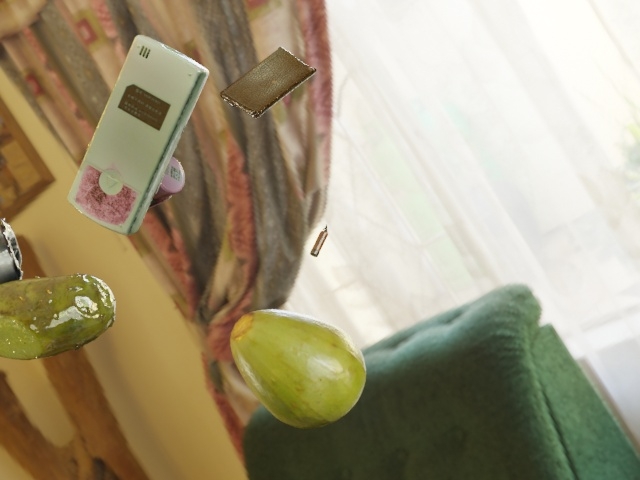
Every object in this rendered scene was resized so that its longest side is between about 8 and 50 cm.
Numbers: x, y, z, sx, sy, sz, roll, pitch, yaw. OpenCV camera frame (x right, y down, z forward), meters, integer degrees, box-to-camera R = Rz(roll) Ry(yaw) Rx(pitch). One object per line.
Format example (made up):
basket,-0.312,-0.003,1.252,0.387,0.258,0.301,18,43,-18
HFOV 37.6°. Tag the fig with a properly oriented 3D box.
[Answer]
fig,-0.058,0.279,2.169,0.258,0.326,0.258,-51,9,11

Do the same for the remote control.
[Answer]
remote control,-0.328,-0.181,1.669,0.344,0.145,0.050,-62,-10,16

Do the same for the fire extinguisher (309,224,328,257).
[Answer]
fire extinguisher,0.000,0.000,2.283,0.083,0.022,0.028,-64,-20,-22

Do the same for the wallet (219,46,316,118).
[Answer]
wallet,-0.135,-0.411,2.455,0.243,0.133,0.039,-44,-23,-33

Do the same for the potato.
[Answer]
potato,-0.535,0.146,1.772,0.298,0.141,0.176,-9,24,-1

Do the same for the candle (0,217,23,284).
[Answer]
candle,-0.769,0.085,1.919,0.330,0.187,0.187,-20,-2,-21

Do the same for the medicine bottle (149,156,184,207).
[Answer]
medicine bottle,-0.359,-0.105,1.849,0.188,0.094,0.119,-18,9,37
